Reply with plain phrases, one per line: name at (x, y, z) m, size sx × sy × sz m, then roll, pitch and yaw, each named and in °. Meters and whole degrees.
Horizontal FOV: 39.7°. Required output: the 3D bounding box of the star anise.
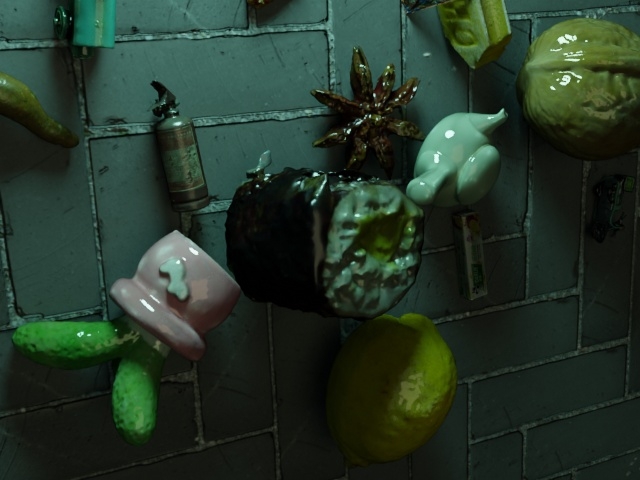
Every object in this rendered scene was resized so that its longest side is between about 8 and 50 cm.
star anise at (0.103, -0.253, 1.794) m, size 0.288 × 0.088 × 0.288 m, roll -6°, pitch 103°, yaw -26°

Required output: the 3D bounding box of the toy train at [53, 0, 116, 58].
toy train at (-0.383, -0.428, 1.474) m, size 0.101 × 0.159 × 0.248 m, roll -3°, pitch 102°, yaw -31°

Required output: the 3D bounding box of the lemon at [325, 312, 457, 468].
lemon at (0.145, 0.313, 1.851) m, size 0.285 × 0.285 × 0.316 m, roll 30°, pitch 60°, yaw -29°

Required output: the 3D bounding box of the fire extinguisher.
fire extinguisher at (-0.261, -0.175, 1.623) m, size 0.075 × 0.106 × 0.252 m, roll -10°, pitch 108°, yaw -3°

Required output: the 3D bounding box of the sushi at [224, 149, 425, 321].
sushi at (-0.002, 0.001, 1.659) m, size 0.299 × 0.294 × 0.281 m, roll 26°, pitch 78°, yaw -44°

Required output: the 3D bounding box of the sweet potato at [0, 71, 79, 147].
sweet potato at (-0.564, -0.238, 1.482) m, size 0.346 × 0.079 × 0.108 m, roll 12°, pitch 126°, yaw -29°

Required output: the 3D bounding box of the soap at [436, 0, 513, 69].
soap at (0.302, -0.481, 1.791) m, size 0.080 × 0.160 × 0.258 m, roll -25°, pitch 111°, yaw -17°

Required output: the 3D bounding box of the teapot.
teapot at (0.258, -0.132, 1.815) m, size 0.318 × 0.149 × 0.220 m, roll -42°, pitch 146°, yaw -28°

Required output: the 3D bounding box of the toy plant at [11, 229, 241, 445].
toy plant at (-0.333, 0.149, 1.629) m, size 0.317 × 0.210 × 0.356 m, roll 40°, pitch 88°, yaw 5°

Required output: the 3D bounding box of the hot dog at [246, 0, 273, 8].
hot dog at (-0.085, -0.493, 1.668) m, size 0.144 × 0.038 × 0.062 m, roll -44°, pitch 117°, yaw -10°

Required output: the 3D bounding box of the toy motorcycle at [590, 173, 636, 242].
toy motorcycle at (0.706, -0.076, 2.148) m, size 0.100 × 0.058 × 0.173 m, roll 6°, pitch 98°, yaw -33°

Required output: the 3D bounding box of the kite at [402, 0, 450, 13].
kite at (0.208, -0.520, 1.750) m, size 0.009 × 0.232 × 0.189 m, roll -43°, pitch 163°, yaw -38°

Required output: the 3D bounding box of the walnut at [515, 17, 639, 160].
walnut at (0.575, -0.324, 1.898) m, size 0.332 × 0.333 × 0.333 m, roll -7°, pitch 105°, yaw -24°

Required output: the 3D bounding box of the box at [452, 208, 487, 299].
box at (0.339, 0.033, 2.005) m, size 0.049 × 0.041 × 0.207 m, roll -18°, pitch 110°, yaw -24°
